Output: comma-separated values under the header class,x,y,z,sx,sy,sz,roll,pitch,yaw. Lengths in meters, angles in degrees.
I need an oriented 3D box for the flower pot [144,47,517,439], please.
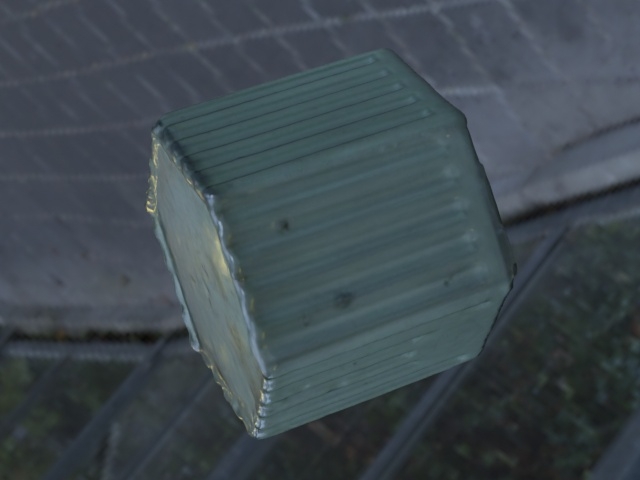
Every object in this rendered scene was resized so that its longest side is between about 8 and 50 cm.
class,x,y,z,sx,sy,sz,roll,pitch,yaw
flower pot,0.000,0.000,1.154,0.239,0.189,0.209,102,146,-64
